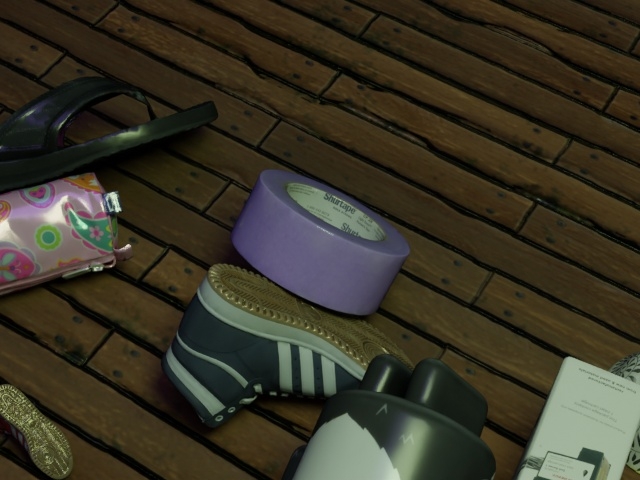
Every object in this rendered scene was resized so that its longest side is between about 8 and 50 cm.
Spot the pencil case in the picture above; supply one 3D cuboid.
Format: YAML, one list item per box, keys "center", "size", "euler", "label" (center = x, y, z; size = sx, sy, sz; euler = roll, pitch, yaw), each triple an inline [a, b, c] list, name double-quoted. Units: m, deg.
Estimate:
- center: [-0.365, 0.011, 1.253]
  size: [0.284, 0.124, 0.124]
  euler: [-17, 57, -16]
  label: "pencil case"

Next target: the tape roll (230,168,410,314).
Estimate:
- center: [0.000, 0.000, 1.233]
  size: [0.189, 0.080, 0.189]
  euler: [25, 16, -8]
  label: "tape roll"

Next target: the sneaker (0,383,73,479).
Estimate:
- center: [-0.309, 0.205, 1.168]
  size: [0.042, 0.067, 0.118]
  euler: [-39, 94, -28]
  label: "sneaker"

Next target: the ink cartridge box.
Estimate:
- center: [0.231, 0.252, 1.075]
  size: [0.093, 0.160, 0.219]
  euler: [21, 57, 13]
  label: "ink cartridge box"

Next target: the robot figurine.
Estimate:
- center: [0.053, 0.242, 0.987]
  size: [0.174, 0.209, 0.278]
  euler: [24, 68, 0]
  label: "robot figurine"

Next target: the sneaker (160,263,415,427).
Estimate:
- center: [-0.034, 0.144, 1.187]
  size: [0.282, 0.153, 0.099]
  euler: [27, 22, -21]
  label: "sneaker"

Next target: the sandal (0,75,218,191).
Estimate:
- center: [-0.341, -0.125, 1.313]
  size: [0.446, 0.167, 0.107]
  euler: [-16, 99, -13]
  label: "sandal"

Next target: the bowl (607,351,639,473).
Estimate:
- center: [0.391, 0.172, 1.188]
  size: [0.170, 0.080, 0.170]
  euler: [1, 53, -1]
  label: "bowl"
